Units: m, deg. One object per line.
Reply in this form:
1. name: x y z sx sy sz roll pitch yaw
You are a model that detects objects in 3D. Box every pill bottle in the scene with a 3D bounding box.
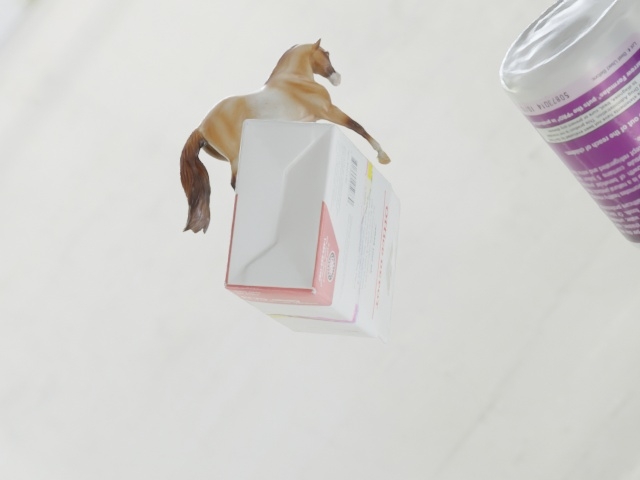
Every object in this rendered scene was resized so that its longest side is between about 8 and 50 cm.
1. pill bottle: 0.319 -0.093 1.840 0.169 0.301 0.169 -37 -163 13

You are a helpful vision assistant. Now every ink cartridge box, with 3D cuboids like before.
1. ink cartridge box: 0.000 0.000 1.336 0.067 0.198 0.115 3 -103 17

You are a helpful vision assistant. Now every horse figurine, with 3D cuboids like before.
1. horse figurine: -0.053 -0.108 2.077 0.263 0.174 0.066 -28 168 -26
